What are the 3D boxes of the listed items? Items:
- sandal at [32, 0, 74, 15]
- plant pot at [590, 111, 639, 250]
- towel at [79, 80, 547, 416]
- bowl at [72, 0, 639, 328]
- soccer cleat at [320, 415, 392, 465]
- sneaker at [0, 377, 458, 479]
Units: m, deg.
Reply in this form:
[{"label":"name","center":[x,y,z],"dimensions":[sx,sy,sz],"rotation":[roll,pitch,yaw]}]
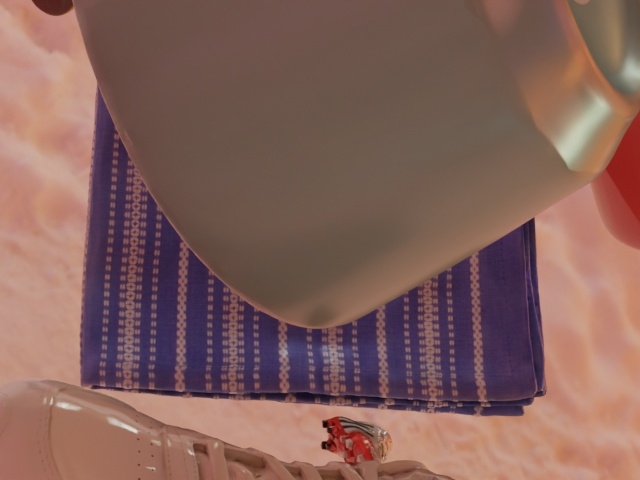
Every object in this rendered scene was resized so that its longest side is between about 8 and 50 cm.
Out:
[{"label":"sandal","center":[-0.208,-0.331,1.170],"dimensions":[0.088,0.240,0.079],"rotation":[39,28,-1]},{"label":"plant pot","center":[0.284,-0.160,0.842],"dimensions":[0.243,0.275,0.275],"rotation":[60,35,-19]},{"label":"towel","center":[0.000,0.000,0.859],"dimensions":[0.336,0.040,0.243],"rotation":[4,72,-12]},{"label":"bowl","center":[0.046,-0.123,0.537],"dimensions":[0.311,0.163,0.311],"rotation":[29,56,-55]},{"label":"soccer cleat","center":[0.026,0.115,0.650],"dimensions":[0.036,0.083,0.029],"rotation":[0,97,-16]},{"label":"sneaker","center":[-0.014,0.126,0.522],"dimensions":[0.305,0.152,0.114],"rotation":[38,23,-36]}]
